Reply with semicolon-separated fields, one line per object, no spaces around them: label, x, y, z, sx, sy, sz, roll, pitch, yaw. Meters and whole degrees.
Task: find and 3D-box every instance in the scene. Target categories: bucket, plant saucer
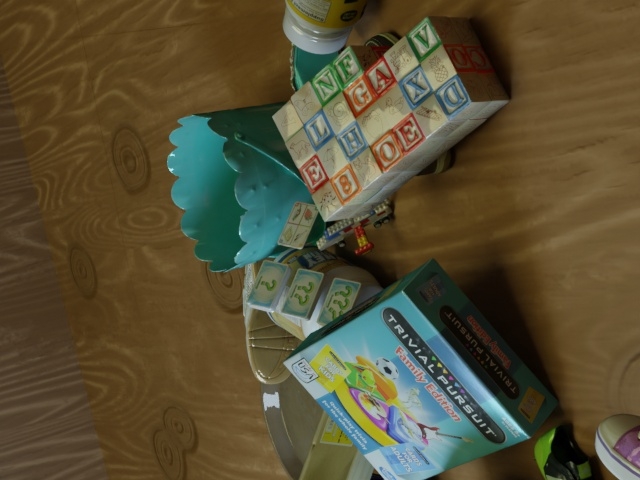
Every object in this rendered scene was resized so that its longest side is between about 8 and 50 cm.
bucket;-0.112;-0.092;2.280;0.281;0.183;0.281;41;139;50
plant saucer;-0.029;0.324;2.498;0.278;0.041;0.277;41;139;49

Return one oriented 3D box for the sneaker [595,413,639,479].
sneaker;0.420;0.211;1.499;0.282;0.102;0.161;24;122;45

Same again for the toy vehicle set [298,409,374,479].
toy vehicle set;0.049;0.283;2.151;0.166;0.035;0.266;-8;59;64

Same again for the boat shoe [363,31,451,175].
boat shoe;0.105;-0.187;1.922;0.223;0.073;0.080;66;152;17

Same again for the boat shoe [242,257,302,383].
boat shoe;-0.087;0.109;2.441;0.096;0.098;0.277;177;93;-76

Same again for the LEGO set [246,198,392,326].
LEGO set;0.000;0.000;2.093;0.183;0.244;0.060;13;161;34

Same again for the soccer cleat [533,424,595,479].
soccer cleat;0.326;0.318;1.773;0.179;0.060;0.072;64;151;27

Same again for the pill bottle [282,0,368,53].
pill bottle;0.016;-0.367;1.952;0.119;0.119;0.208;61;151;27

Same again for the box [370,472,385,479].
box;0.080;0.495;2.193;0.270;0.143;0.165;117;163;-54

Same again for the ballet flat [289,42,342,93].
ballet flat;0.006;-0.209;2.106;0.077;0.091;0.240;117;140;-84

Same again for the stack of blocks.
stack of blocks;0.086;-0.173;1.833;0.297;0.087;0.171;-38;71;39

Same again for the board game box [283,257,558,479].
board game box;0.126;0.194;1.918;0.254;0.079;0.336;49;145;-3

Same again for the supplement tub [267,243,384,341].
supplement tub;0.012;0.097;2.178;0.200;0.144;0.144;27;127;56
